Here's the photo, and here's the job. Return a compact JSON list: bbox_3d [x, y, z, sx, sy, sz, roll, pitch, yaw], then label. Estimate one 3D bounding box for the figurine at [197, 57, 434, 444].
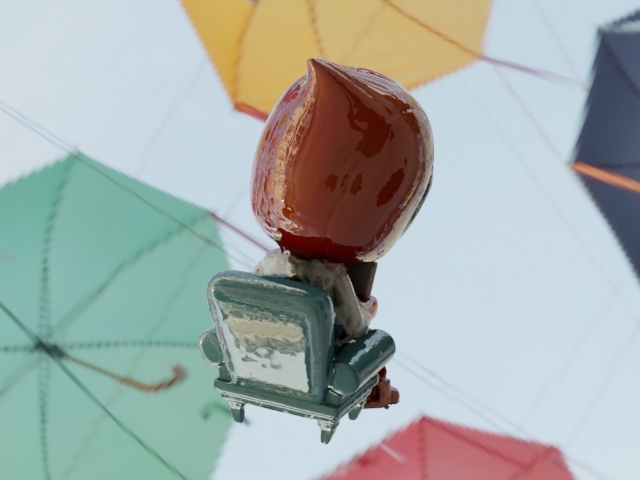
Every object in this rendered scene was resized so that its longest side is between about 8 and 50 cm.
[{"bbox_3d":[0.000,0.000,0.702,0.075,0.068,0.140,-26,-54,-56],"label":"figurine"}]
